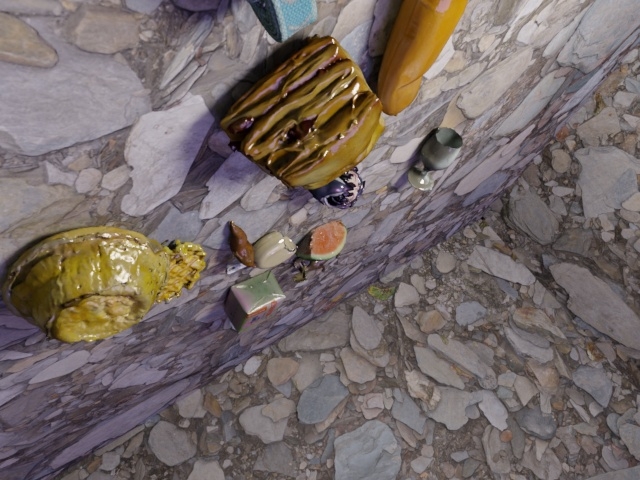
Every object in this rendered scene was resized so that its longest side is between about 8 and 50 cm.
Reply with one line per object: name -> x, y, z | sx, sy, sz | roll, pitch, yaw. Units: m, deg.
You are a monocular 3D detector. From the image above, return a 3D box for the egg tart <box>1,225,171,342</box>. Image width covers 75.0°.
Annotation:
egg tart -> -0.486, 0.121, 0.910 | 0.345, 0.133, 0.345 | -23, 150, -14

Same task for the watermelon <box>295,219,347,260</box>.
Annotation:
watermelon -> -0.001, 0.020, 1.626 | 0.231, 0.129, 0.146 | -23, 175, -38

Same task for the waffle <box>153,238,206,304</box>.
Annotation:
waffle -> -0.439, 0.105, 1.132 | 0.262, 0.060, 0.281 | -17, 153, -43

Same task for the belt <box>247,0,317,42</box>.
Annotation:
belt -> -0.069, -0.356, 0.560 | 0.082, 0.148, 0.163 | -31, 132, -4

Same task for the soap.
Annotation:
soap -> -0.261, 0.241, 1.629 | 0.182, 0.138, 0.199 | -21, 157, -34

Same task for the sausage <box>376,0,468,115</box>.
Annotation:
sausage -> 0.200, -0.412, 0.917 | 0.134, 0.116, 0.354 | -42, 168, -27

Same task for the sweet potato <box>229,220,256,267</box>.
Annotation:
sweet potato -> -0.244, 0.009, 1.247 | 0.068, 0.068, 0.226 | -31, 142, -14

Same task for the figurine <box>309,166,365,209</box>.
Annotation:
figurine -> 0.046, -0.170, 1.233 | 0.145, 0.145, 0.222 | -43, 170, 21

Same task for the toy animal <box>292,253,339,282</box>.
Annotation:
toy animal -> -0.028, 0.091, 1.764 | 0.214, 0.094, 0.186 | -46, 164, 8

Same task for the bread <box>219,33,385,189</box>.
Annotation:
bread -> 0.000, -0.226, 0.904 | 0.314, 0.192, 0.370 | -39, 162, 8

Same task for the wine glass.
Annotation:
wine glass -> 0.417, -0.297, 1.532 | 0.126, 0.126, 0.241 | -25, 159, -28

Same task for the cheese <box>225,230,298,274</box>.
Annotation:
cheese -> -0.198, 0.057, 1.404 | 0.248, 0.071, 0.163 | -33, 159, -9
